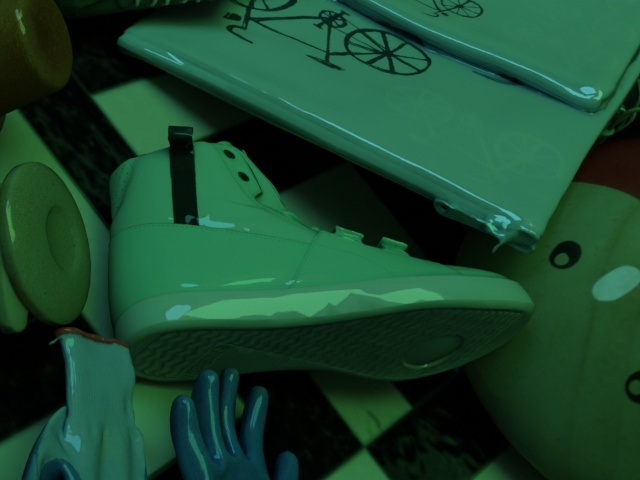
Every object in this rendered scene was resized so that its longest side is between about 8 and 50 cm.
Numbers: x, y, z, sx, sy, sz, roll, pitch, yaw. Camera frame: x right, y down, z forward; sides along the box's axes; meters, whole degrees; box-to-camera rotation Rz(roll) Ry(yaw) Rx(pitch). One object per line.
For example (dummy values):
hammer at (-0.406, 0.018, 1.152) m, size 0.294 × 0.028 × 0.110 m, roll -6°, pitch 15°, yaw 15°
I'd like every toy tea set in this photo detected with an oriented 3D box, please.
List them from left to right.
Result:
toy tea set at (-0.212, -0.013, 0.626) m, size 0.336 × 0.124 × 0.200 m, roll -63°, pitch 139°, yaw -67°

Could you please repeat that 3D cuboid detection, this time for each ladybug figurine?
ladybug figurine at (0.286, 0.042, 0.949) m, size 0.449 × 0.162 × 0.305 m, roll -13°, pitch 65°, yaw -46°

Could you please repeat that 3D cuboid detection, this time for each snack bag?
snack bag at (0.062, -0.154, 0.942) m, size 0.323 × 0.037 × 0.342 m, roll 27°, pitch 42°, yaw 12°

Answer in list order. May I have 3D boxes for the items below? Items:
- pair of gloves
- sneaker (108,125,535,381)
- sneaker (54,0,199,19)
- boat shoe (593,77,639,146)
pair of gloves at (-0.071, 0.124, 0.647) m, size 0.198 × 0.023 × 0.159 m, roll 28°, pitch 43°, yaw -46°
sneaker at (0.000, 0.000, 0.775) m, size 0.256 × 0.094 × 0.151 m, roll 2°, pitch 53°, yaw -23°
sneaker at (-0.087, -0.188, 0.866) m, size 0.086 × 0.064 × 0.192 m, roll 31°, pitch 47°, yaw 27°
boat shoe at (0.214, -0.122, 1.080) m, size 0.255 × 0.095 × 0.079 m, roll 25°, pitch 43°, yaw -25°
